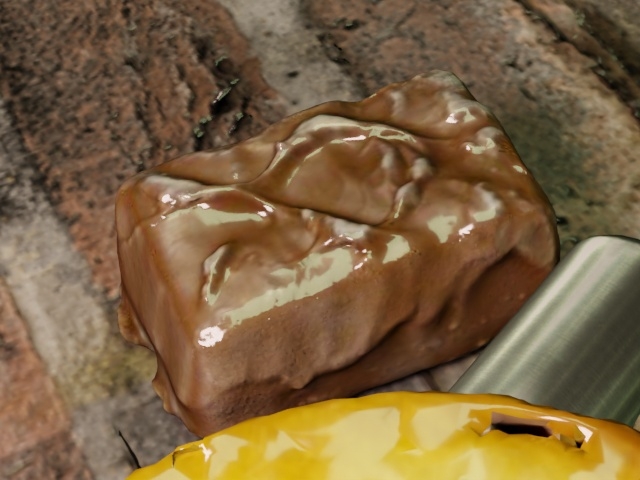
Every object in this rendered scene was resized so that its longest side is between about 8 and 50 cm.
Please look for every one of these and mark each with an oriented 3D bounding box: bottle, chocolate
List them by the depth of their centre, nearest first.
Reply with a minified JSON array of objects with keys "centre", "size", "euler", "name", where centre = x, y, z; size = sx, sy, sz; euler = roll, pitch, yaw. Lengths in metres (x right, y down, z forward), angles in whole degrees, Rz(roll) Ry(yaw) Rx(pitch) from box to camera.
[{"centre":[0.089,0.103,0.774],"size":[0.096,0.079,0.254],"euler":[45,59,0],"name":"bottle"},{"centre":[0.000,0.000,0.866],"size":[0.214,0.093,0.148],"euler":[-20,47,-12],"name":"chocolate"}]

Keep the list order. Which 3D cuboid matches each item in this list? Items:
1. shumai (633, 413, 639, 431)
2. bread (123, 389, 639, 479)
[{"centre":[0.221,0.100,0.715],"size":[0.201,0.120,0.201],"euler":[2,54,-2],"name":"shumai"},{"centre":[0.046,0.234,0.537],"size":[0.398,0.215,0.398],"euler":[-6,57,9],"name":"bread"}]
